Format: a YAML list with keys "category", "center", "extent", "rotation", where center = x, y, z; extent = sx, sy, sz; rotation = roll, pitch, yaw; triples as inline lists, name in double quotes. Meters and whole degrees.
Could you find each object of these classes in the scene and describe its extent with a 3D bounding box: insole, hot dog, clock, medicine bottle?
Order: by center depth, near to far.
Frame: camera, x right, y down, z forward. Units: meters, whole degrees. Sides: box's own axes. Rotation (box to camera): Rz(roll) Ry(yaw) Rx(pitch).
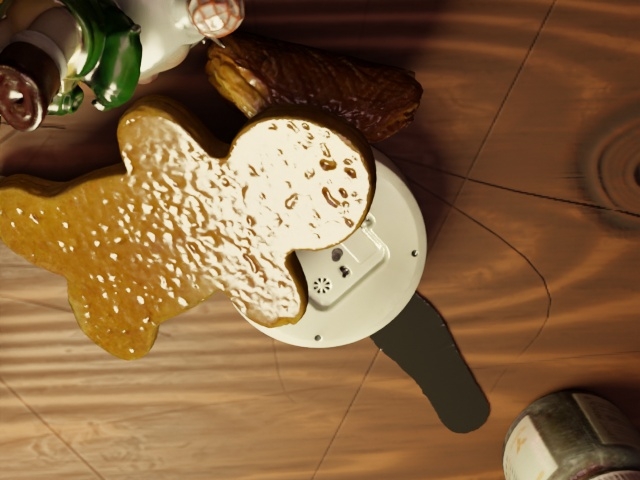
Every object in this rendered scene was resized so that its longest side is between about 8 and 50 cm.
- category: "hot dog"
  center: [-0.009, -0.151, 1.476]
  extent: [0.227, 0.160, 0.099]
  rotation: [10, 103, -5]
- category: "clock"
  center: [0.000, 0.000, 1.566]
  extent: [0.231, 0.083, 0.230]
  rotation: [-2, 108, -7]
- category: "medicine bottle"
  center: [0.308, 0.290, 1.598]
  extent: [0.165, 0.273, 0.165]
  rotation: [-2, 109, -5]
- category: "insole"
  center: [0.123, 0.133, 1.666]
  extent: [0.080, 0.003, 0.232]
  rotation: [-35, 109, 6]

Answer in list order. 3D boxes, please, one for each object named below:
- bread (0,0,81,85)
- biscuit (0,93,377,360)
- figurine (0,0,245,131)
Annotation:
- category: "bread"
  center: [-0.308, -0.206, 1.480]
  extent: [0.052, 0.044, 0.157]
  rotation: [-37, 108, 12]
- category: "biscuit"
  center: [-0.121, -0.025, 1.470]
  extent: [0.432, 0.064, 0.283]
  rotation: [-24, 112, 32]
- category: "figurine"
  center: [-0.209, -0.209, 1.349]
  extent: [0.281, 0.370, 0.167]
  rotation: [-8, 116, 30]
